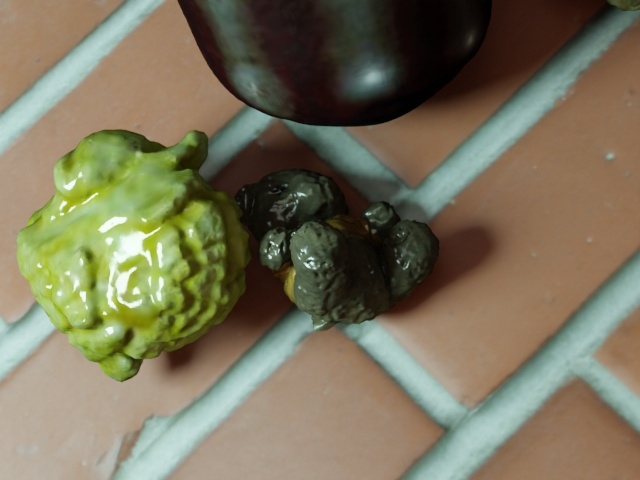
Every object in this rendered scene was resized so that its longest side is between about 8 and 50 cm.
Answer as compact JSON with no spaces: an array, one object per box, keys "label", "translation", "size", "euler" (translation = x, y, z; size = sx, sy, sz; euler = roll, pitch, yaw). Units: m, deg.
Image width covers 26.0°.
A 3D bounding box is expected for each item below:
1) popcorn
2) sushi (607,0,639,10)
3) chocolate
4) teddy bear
[{"label":"popcorn","translation":[-0.185,0.015,1.393],"size":[0.256,0.195,0.254],"euler":[-2,80,42]},{"label":"sushi","translation":[0.349,-0.350,1.421],"size":[0.225,0.219,0.238],"euler":[52,52,-1]},{"label":"chocolate","translation":[0.026,-0.291,1.390],"size":[0.384,0.331,0.383],"euler":[-17,36,13]},{"label":"teddy bear","translation":[0.000,0.000,1.408],"size":[0.177,0.140,0.190],"euler":[-9,50,-36]}]
